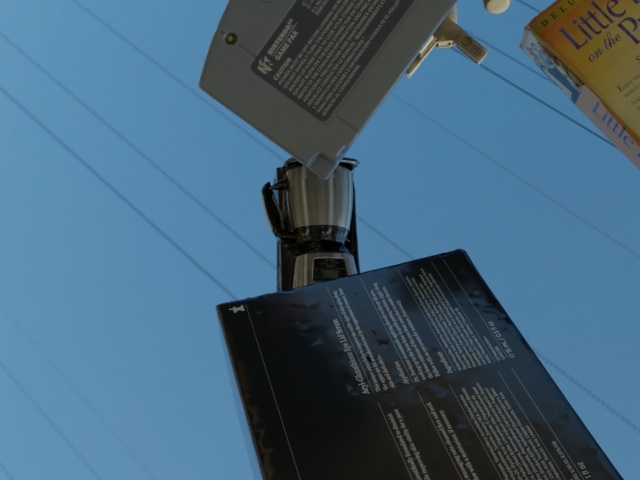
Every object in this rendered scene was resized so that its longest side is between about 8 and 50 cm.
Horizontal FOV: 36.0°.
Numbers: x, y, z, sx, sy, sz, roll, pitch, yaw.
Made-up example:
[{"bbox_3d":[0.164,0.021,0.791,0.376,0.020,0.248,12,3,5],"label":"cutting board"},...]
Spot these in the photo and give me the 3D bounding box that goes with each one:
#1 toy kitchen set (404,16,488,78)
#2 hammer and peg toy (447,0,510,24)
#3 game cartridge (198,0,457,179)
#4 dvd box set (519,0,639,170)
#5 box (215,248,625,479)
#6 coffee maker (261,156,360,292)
[{"bbox_3d":[0.147,-0.221,1.185,0.075,0.068,0.083,40,-86,4],"label":"toy kitchen set"},{"bbox_3d":[0.153,-0.398,1.313,0.361,0.265,0.127,117,-23,-52],"label":"hammer and peg toy"},{"bbox_3d":[0.014,-0.237,1.024,0.196,0.060,0.294,36,-85,-8],"label":"game cartridge"},{"bbox_3d":[0.451,-0.145,0.973,0.307,0.062,0.420,-38,-105,-9],"label":"dvd box set"},{"bbox_3d":[0.049,0.128,0.606,0.261,0.184,0.103,-115,-163,-56],"label":"box"},{"bbox_3d":[0.000,0.000,1.242,0.120,0.171,0.178,-4,-103,10],"label":"coffee maker"}]
